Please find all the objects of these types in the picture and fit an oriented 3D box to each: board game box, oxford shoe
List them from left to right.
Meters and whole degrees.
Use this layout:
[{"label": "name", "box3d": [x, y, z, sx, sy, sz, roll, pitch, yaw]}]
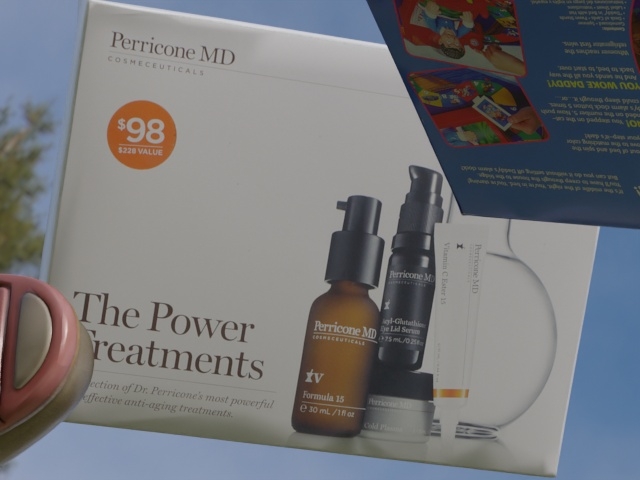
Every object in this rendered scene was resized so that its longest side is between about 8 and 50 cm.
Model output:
[{"label": "oxford shoe", "box3d": [-0.232, 0.118, 1.057, 0.348, 0.123, 0.130, -24, -42, 37]}, {"label": "board game box", "box3d": [0.193, -0.109, 0.931, 0.347, 0.078, 0.233, 6, -42, 37]}]

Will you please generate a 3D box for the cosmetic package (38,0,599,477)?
[{"label": "cosmetic package", "box3d": [0.000, 0.000, 1.277, 0.377, 0.097, 0.284, 7, -85, -12]}]
